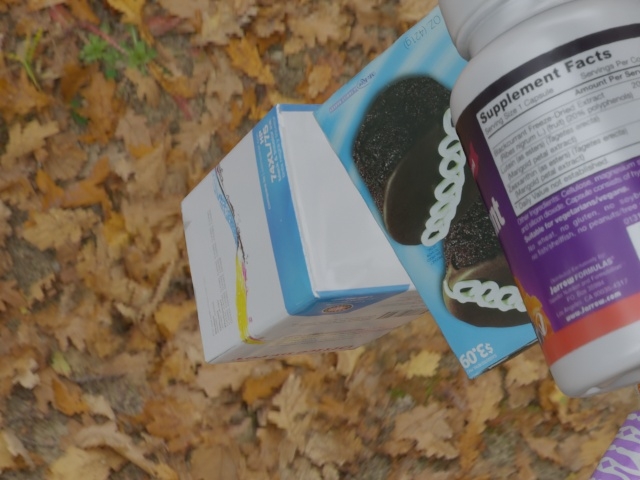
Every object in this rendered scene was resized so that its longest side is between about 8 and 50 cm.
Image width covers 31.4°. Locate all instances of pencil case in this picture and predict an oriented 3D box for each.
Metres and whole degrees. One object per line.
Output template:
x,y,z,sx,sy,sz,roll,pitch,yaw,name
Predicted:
0.386,0.315,1.442,0.088,0.086,0.206,29,70,26,pencil case

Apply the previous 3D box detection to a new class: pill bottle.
0.121,-0.038,0.498,0.108,0.108,0.194,-16,73,-8,pill bottle

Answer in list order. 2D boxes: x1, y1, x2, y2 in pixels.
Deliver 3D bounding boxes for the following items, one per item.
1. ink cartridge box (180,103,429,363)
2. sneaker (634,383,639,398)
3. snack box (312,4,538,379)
0.000,0.000,1.198,0.198,0.270,0.197,-3,72,-30,ink cartridge box
0.365,0.091,1.326,0.099,0.262,0.121,-26,29,22,sneaker
0.160,-0.082,0.596,0.060,0.322,0.187,-15,71,-54,snack box
